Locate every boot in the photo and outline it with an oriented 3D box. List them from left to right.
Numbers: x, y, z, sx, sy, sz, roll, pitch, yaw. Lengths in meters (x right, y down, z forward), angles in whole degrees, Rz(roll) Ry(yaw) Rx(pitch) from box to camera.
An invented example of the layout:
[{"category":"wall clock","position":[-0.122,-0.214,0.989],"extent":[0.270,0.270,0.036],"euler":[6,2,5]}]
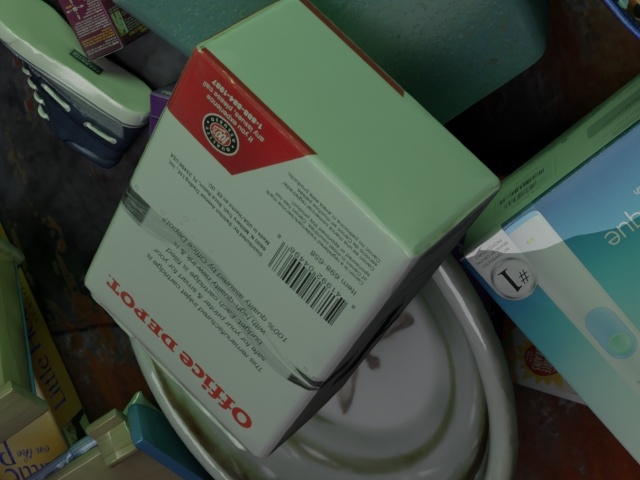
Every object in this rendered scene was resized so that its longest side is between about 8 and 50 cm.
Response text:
[{"category":"boot","position":[-0.244,-0.146,1.378],"extent":[0.190,0.069,0.086],"euler":[39,128,0]}]

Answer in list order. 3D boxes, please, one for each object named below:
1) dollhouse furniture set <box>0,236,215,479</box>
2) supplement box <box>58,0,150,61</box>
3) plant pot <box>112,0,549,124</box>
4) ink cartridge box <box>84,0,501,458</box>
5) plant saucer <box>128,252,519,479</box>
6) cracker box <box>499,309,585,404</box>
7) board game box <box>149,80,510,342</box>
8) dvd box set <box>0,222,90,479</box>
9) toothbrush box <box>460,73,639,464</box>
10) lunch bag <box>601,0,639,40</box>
[{"category":"dollhouse furniture set","position":[-0.289,0.194,1.472],"extent":[0.286,0.198,0.303],"euler":[-34,134,16]},{"category":"supplement box","position":[-0.194,-0.208,1.337],"extent":[0.043,0.055,0.083],"euler":[-17,106,29]},{"category":"plant pot","position":[0.041,-0.219,1.139],"extent":[0.247,0.247,0.252],"euler":[-34,115,31]},{"category":"ink cartridge box","position":[-0.031,-0.002,1.066],"extent":[0.197,0.114,0.273],"euler":[45,137,10]},{"category":"plant saucer","position":[0.007,0.079,1.244],"extent":[0.400,0.100,0.400],"euler":[22,129,30]},{"category":"cracker box","position":[0.265,0.068,1.276],"extent":[0.232,0.067,0.155],"euler":[17,119,15]},{"category":"board game box","position":[0.000,0.000,1.325],"extent":[0.347,0.056,0.208],"euler":[17,115,27]},{"category":"dvd box set","position":[-0.424,0.101,1.570],"extent":[0.308,0.062,0.420],"euler":[-13,108,26]},{"category":"toothbrush box","position":[0.279,0.039,1.130],"extent":[0.216,0.126,0.295],"euler":[-38,101,19]},{"category":"lunch bag","position":[0.306,-0.199,0.973],"extent":[0.385,0.328,0.239],"euler":[30,109,7]}]
